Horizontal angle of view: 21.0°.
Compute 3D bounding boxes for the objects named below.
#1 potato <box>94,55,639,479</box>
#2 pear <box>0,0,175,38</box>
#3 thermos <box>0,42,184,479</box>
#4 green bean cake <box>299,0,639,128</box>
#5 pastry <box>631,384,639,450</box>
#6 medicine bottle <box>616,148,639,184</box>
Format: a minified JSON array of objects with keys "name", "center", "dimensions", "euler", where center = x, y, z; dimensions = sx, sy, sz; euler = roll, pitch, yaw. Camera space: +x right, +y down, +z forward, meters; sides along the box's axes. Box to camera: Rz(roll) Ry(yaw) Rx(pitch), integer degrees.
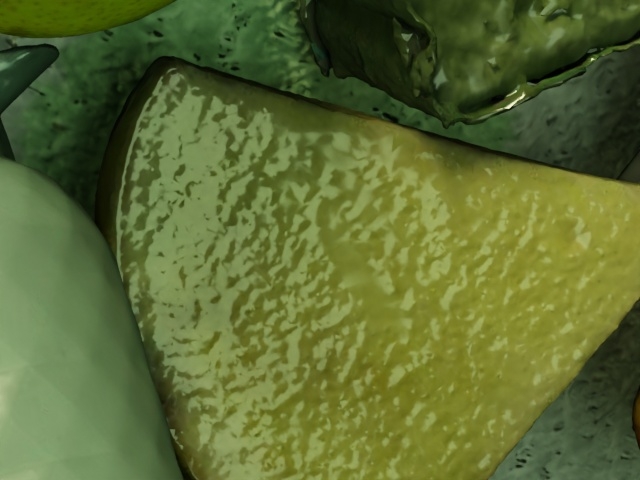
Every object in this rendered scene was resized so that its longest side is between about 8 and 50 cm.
[{"name":"potato","center":[0.000,0.000,0.812],"dimensions":[0.255,0.112,0.269],"euler":[43,81,-24]},{"name":"pear","center":[-0.115,-0.168,0.661],"dimensions":[0.219,0.187,0.187],"euler":[-17,114,-9]},{"name":"thermos","center":[-0.156,0.058,0.687],"dimensions":[0.182,0.145,0.286],"euler":[-20,72,-1]},{"name":"green bean cake","center":[0.099,-0.205,0.776],"dimensions":[0.255,0.132,0.241],"euler":[-30,120,-18]},{"name":"pastry","center":[0.318,0.037,0.875],"dimensions":[0.356,0.164,0.356],"euler":[-28,157,-13]},{"name":"medicine bottle","center":[0.233,-0.071,0.851],"dimensions":[0.115,0.078,0.219],"euler":[-16,153,-31]}]
